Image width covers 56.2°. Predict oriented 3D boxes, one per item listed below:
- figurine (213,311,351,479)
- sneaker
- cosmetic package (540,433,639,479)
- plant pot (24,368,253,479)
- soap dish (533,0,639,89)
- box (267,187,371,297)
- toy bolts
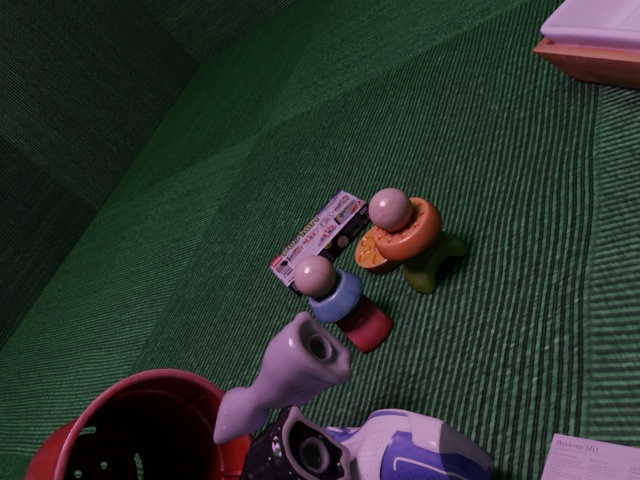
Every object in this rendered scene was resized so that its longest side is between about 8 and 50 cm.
[{"bbox_3d":[-0.066,0.214,0.667,0.209,0.092,0.215,-43,24,30],"label":"figurine"},{"bbox_3d":[0.032,0.293,0.637,0.315,0.127,0.182,-23,39,45],"label":"sneaker"},{"bbox_3d":[0.286,0.220,0.447,0.239,0.060,0.099,-6,46,49],"label":"cosmetic package"},{"bbox_3d":[-0.273,0.336,0.834,0.265,0.272,0.272,-25,34,45],"label":"plant pot"},{"bbox_3d":[0.475,-0.309,0.817,0.229,0.118,0.291,-45,29,0],"label":"soap dish"},{"bbox_3d":[0.000,0.000,1.113,0.207,0.036,0.114,-47,29,-3],"label":"box"},{"bbox_3d":[0.058,0.021,0.887,0.228,0.158,0.218,-49,29,-6],"label":"toy bolts"}]
